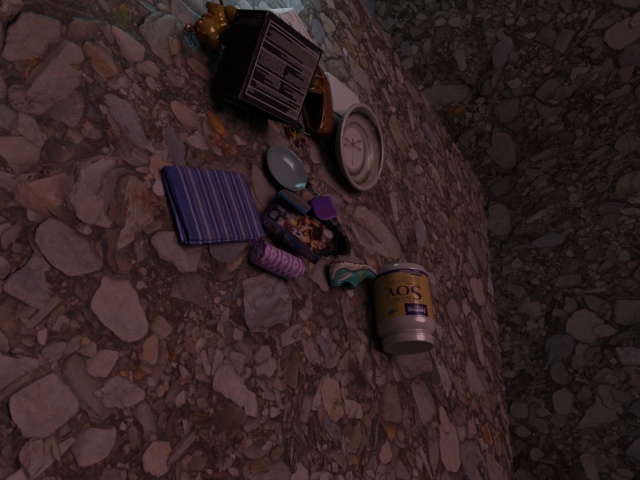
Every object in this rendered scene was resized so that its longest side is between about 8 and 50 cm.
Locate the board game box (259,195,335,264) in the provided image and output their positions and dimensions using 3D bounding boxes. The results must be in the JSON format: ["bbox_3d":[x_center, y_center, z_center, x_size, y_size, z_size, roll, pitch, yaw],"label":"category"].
[{"bbox_3d":[-0.079,-0.041,1.594,0.243,0.042,0.165,37,38,-4],"label":"board game box"}]

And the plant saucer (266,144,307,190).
[{"bbox_3d":[-0.134,-0.265,1.725,0.195,0.037,0.194,26,50,-34],"label":"plant saucer"}]

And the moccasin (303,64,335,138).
[{"bbox_3d":[-0.038,-0.635,2.027,0.147,0.139,0.379,10,72,-62],"label":"moccasin"}]

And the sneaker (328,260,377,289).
[{"bbox_3d":[0.124,0.143,1.832,0.275,0.107,0.109,8,84,-48],"label":"sneaker"}]

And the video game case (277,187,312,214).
[{"bbox_3d":[-0.088,-0.144,1.654,0.119,0.015,0.166,38,12,-1],"label":"video game case"}]

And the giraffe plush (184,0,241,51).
[{"bbox_3d":[-0.363,-0.737,1.605,0.170,0.182,0.210,-57,131,-28],"label":"giraffe plush"}]

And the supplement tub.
[{"bbox_3d":[0.344,0.283,1.902,0.241,0.241,0.331,30,47,-43],"label":"supplement tub"}]

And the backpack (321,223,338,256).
[{"bbox_3d":[0.000,0.000,1.725,0.114,0.084,0.104,38,44,-32],"label":"backpack"}]

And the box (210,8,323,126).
[{"bbox_3d":[-0.187,-0.599,1.619,0.296,0.183,0.293,13,98,-52],"label":"box"}]

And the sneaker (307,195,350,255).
[{"bbox_3d":[0.046,-0.063,1.818,0.267,0.101,0.106,57,32,-15],"label":"sneaker"}]

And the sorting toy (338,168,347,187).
[{"bbox_3d":[0.102,-0.282,2.109,0.062,0.012,0.083,35,41,-46],"label":"sorting toy"}]

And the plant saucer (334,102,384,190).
[{"bbox_3d":[0.164,-0.428,2.139,0.401,0.101,0.399,-4,95,-54],"label":"plant saucer"}]

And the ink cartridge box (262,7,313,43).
[{"bbox_3d":[-0.166,-0.883,1.992,0.207,0.117,0.283,58,34,-13],"label":"ink cartridge box"}]

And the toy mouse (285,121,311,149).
[{"bbox_3d":[-0.092,-0.443,1.912,0.143,0.031,0.160,-13,82,-57],"label":"toy mouse"}]

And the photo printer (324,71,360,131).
[{"bbox_3d":[0.105,-0.642,2.244,0.308,0.107,0.255,21,55,-48],"label":"photo printer"}]

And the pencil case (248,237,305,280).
[{"bbox_3d":[-0.142,0.064,1.492,0.206,0.086,0.088,33,22,-43],"label":"pencil case"}]

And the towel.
[{"bbox_3d":[-0.316,-0.103,1.392,0.336,0.040,0.243,-5,73,-58],"label":"towel"}]

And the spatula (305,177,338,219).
[{"bbox_3d":[-0.032,-0.193,1.760,0.084,0.030,0.296,-19,55,-20],"label":"spatula"}]
